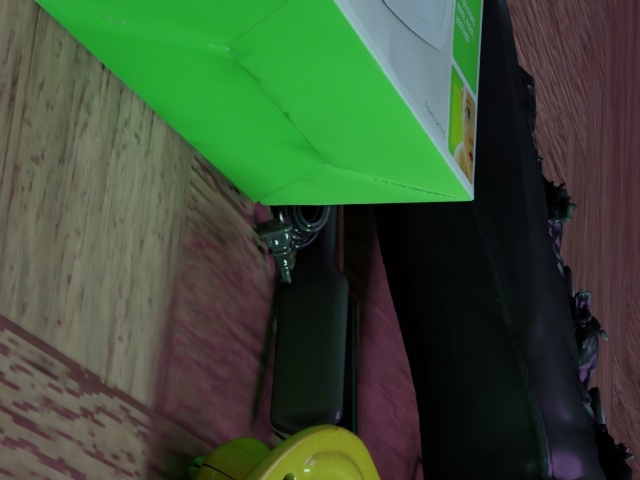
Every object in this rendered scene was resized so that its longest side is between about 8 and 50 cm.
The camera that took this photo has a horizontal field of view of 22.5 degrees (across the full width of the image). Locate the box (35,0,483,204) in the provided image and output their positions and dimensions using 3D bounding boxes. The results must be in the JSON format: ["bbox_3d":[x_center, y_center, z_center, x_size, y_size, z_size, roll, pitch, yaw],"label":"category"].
[{"bbox_3d":[-0.011,-0.164,0.736,0.262,0.126,0.231,45,48,-65],"label":"box"}]

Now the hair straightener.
[{"bbox_3d":[0.000,0.000,0.883,0.089,0.047,0.230,59,33,-59],"label":"hair straightener"}]

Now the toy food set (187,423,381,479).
[{"bbox_3d":[-0.023,0.169,0.781,0.128,0.071,0.218,-51,140,-29],"label":"toy food set"}]

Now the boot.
[{"bbox_3d":[0.097,0.117,1.002,0.367,0.146,0.445,102,-23,-61],"label":"boot"}]
